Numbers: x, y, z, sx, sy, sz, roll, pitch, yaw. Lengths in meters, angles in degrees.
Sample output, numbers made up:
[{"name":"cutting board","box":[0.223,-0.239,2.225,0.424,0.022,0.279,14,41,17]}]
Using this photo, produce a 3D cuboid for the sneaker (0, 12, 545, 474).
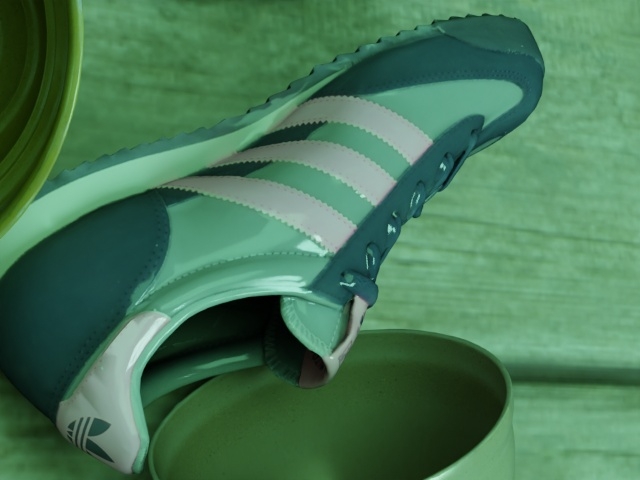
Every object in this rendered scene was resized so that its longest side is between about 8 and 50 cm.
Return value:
[{"name":"sneaker","box":[0.000,0.000,0.634,0.319,0.112,0.131,-27,67,-22]}]

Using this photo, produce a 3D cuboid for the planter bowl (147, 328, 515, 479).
[{"name":"planter bowl","box":[0.013,0.124,0.603,0.162,0.162,0.109,-24,113,-29]}]

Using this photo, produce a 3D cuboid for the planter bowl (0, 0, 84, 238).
[{"name":"planter bowl","box":[-0.185,-0.087,0.571,0.217,0.090,0.217,1,96,13]}]
